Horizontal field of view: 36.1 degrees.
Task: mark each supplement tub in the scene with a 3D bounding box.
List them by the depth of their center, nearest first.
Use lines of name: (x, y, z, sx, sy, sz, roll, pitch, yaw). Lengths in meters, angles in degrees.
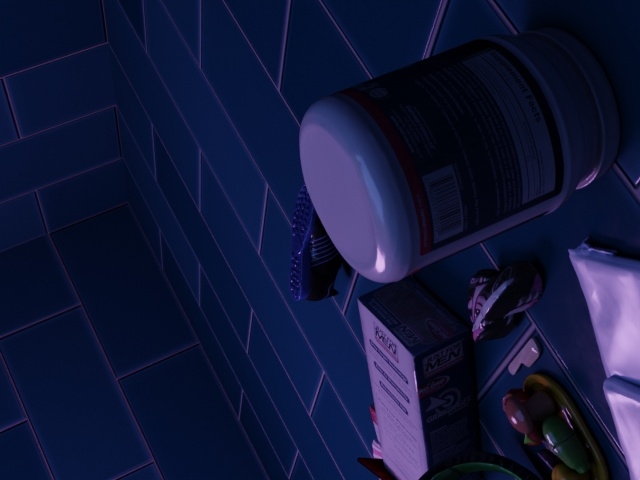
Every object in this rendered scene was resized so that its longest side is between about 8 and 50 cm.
supplement tub: (0.134, -0.090, 0.972, 0.191, 0.272, 0.191, 54, 158, 34)

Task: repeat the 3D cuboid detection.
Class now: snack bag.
snack bag: (0.383, 0.174, 0.974, 0.323, 0.037, 0.342, 18, 129, 67)

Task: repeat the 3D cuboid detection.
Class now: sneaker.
sneaker: (0.221, 0.065, 1.257, 0.178, 0.072, 0.077, 113, 142, -58)
sneaker: (0.000, 0.000, 1.804, 0.081, 0.091, 0.232, -141, 54, -57)

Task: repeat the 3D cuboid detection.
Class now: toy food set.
toy food set: (0.286, 0.250, 1.284, 0.217, 0.071, 0.128, 62, 162, 14)

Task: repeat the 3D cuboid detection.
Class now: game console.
game console: (0.147, 0.488, 1.914, 0.144, 0.085, 0.124, 29, 132, 48)

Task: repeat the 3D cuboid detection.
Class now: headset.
headset: (0.247, 0.475, 1.342, 0.185, 0.243, 0.394, 39, -161, -57)

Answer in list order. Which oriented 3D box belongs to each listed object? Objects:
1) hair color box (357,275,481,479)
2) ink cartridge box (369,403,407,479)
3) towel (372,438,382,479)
hair color box: (0.163, 0.247, 1.578, 0.174, 0.105, 0.347, 44, 152, 49)
ink cartridge box: (0.156, 0.379, 1.829, 0.109, 0.063, 0.150, 35, 145, 58)
towel: (0.159, 0.528, 2.059, 0.144, 0.029, 0.197, 40, 148, 53)
